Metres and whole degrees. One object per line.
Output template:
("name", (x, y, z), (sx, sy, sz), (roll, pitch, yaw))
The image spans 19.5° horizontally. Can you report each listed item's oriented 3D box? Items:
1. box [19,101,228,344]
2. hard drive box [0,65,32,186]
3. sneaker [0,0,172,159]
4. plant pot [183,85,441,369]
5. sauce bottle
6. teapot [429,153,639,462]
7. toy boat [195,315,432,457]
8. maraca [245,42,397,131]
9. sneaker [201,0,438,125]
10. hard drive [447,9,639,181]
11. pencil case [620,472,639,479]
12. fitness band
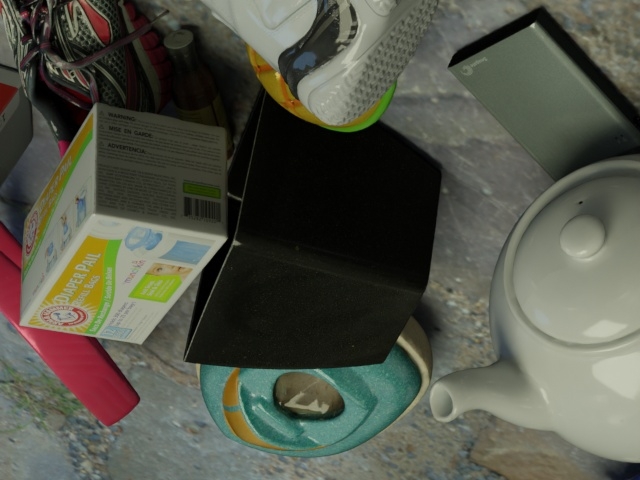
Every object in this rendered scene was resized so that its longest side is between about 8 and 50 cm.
("box", (-0.163, -0.008, 1.510), (0.114, 0.103, 0.203), (10, 148, -21))
("hard drive box", (-0.397, -0.093, 1.640), (0.232, 0.181, 0.089), (17, 139, 9))
("sneaker", (-0.209, -0.186, 1.489), (0.121, 0.112, 0.299), (-3, 132, 31))
("plant pot", (0.000, 0.000, 1.542), (0.167, 0.187, 0.188), (15, 142, -7))
("sauce bottle", (-0.103, -0.120, 1.562), (0.042, 0.042, 0.128), (7, 135, 21))
("teapot", (0.228, 0.028, 1.373), (0.252, 0.256, 0.187), (-8, 150, 27))
("toy boat", (-0.072, 0.097, 1.699), (0.318, 0.148, 0.267), (36, 140, -12))
("maraca", (-0.013, -0.164, 1.425), (0.185, 0.099, 0.127), (47, 131, 13))
("sneaker", (0.003, -0.271, 1.251), (0.210, 0.137, 0.366), (33, 126, 16))
("hard drive", (0.176, -0.111, 1.435), (0.135, 0.022, 0.094), (44, 138, -21))
("pencil case", (0.328, 0.233, 1.631), (0.133, 0.119, 0.306), (1, 155, -25))
("fitness band", (-0.254, 0.073, 1.734), (0.209, 0.054, 0.291), (47, 173, 19))
